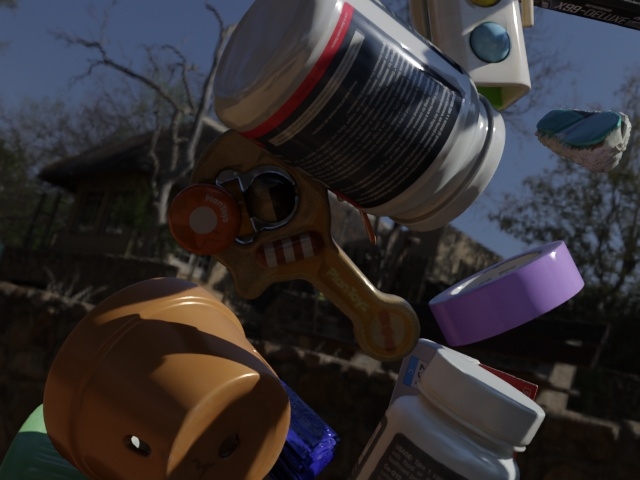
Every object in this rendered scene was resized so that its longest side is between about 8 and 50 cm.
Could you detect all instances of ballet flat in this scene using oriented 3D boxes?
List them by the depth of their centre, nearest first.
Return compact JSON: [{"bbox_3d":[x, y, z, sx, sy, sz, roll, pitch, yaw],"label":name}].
[{"bbox_3d":[0.613,-0.222,1.811,0.147,0.147,0.409,17,14,-6],"label":"ballet flat"}]

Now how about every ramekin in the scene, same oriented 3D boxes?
[{"bbox_3d":[-0.388,0.412,1.226,0.148,0.303,0.303,12,-11,1],"label":"ramekin"}]

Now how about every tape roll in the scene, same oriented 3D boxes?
[{"bbox_3d":[0.344,0.098,1.493,0.274,0.090,0.275,-26,-2,-1],"label":"tape roll"}]

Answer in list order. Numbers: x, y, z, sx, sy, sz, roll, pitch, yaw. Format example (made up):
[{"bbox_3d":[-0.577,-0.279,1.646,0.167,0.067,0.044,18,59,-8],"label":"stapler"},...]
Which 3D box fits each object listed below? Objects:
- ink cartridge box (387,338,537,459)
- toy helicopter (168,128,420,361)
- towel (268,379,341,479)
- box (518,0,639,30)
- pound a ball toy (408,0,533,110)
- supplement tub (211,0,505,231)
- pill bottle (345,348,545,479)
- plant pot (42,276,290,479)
[{"bbox_3d":[0.249,0.370,1.549,0.261,0.296,0.066,19,3,38],"label":"ink cartridge box"},{"bbox_3d":[0.000,0.000,0.981,0.355,0.235,0.140,45,0,-7],"label":"toy helicopter"},{"bbox_3d":[-0.069,0.324,1.427,0.228,0.076,0.308,48,4,12],"label":"towel"},{"bbox_3d":[0.492,-0.491,1.333,0.307,0.243,0.076,11,-5,-8],"label":"box"},{"bbox_3d":[0.239,-0.348,1.107,0.208,0.319,0.136,-1,-12,-14],"label":"pound a ball toy"},{"bbox_3d":[0.042,-0.143,0.842,0.272,0.191,0.191,31,-17,-28],"label":"supplement tub"},{"bbox_3d":[0.146,0.348,1.114,0.204,0.361,0.204,30,4,-2],"label":"pill bottle"},{"bbox_3d":[-0.176,0.218,1.036,0.203,0.291,0.291,26,-2,39],"label":"plant pot"}]
